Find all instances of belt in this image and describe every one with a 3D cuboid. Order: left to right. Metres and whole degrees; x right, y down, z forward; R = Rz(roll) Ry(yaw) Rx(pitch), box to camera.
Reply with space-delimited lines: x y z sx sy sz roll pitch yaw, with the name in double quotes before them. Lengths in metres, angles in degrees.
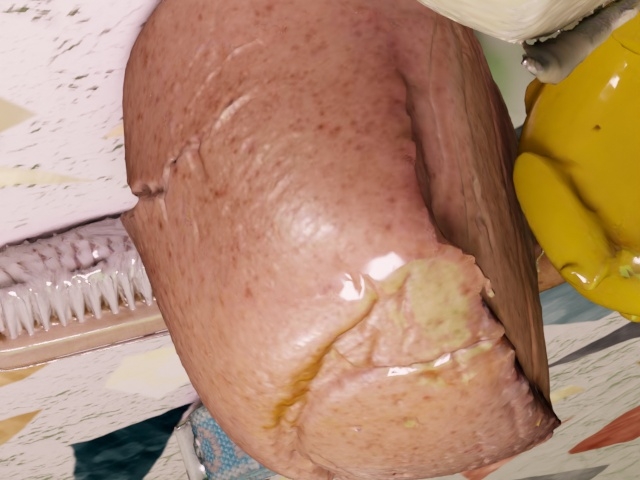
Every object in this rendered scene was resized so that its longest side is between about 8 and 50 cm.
"belt" -0.019 0.140 1.366 0.163 0.082 0.147 -13 168 -23

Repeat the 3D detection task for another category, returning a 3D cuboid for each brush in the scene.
"brush" -0.219 0.043 1.012 0.327 0.070 0.065 -14 139 -8

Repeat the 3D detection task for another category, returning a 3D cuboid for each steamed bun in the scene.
"steamed bun" 0.000 0.000 0.874 0.199 0.252 0.301 -13 156 12

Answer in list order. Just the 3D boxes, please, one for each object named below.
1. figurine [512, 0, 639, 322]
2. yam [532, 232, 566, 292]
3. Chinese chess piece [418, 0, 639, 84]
"figurine" 0.229 -0.016 0.923 0.326 0.169 0.218 23 112 -38
"yam" 0.161 0.005 1.209 0.241 0.057 0.056 -26 158 35
"Chinese chess piece" 0.129 -0.200 0.448 0.349 0.146 0.349 -41 174 -5
